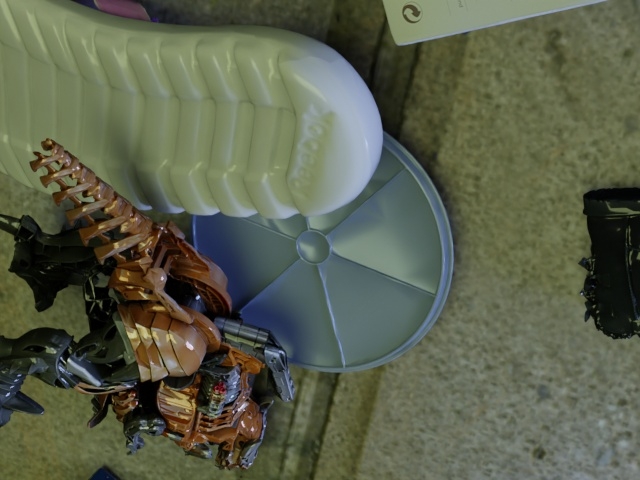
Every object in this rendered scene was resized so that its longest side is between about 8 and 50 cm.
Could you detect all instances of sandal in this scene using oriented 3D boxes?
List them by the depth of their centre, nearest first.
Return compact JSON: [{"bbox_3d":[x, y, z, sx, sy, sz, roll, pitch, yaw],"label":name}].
[{"bbox_3d":[-0.133,-0.106,0.847,0.416,0.102,0.169,18,130,26],"label":"sandal"}]

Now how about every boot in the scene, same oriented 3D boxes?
[{"bbox_3d":[0.227,0.016,0.800,0.121,0.045,0.099,-1,108,27],"label":"boot"}]

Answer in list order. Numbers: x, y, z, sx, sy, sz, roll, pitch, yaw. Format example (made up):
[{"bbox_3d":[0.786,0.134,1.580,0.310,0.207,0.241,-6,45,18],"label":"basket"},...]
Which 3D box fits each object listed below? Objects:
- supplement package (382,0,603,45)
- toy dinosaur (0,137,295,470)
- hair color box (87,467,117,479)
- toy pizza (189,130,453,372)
[{"bbox_3d":[0.163,-0.240,0.619,0.262,0.198,0.199,-8,108,29],"label":"supplement package"},{"bbox_3d":[-0.132,0.050,0.868,0.218,0.164,0.322,3,119,18],"label":"toy dinosaur"},{"bbox_3d":[-0.235,0.376,1.067,0.174,0.105,0.347,41,117,0],"label":"hair color box"},{"bbox_3d":[0.000,0.000,0.878,0.201,0.032,0.201,7,112,19],"label":"toy pizza"}]
